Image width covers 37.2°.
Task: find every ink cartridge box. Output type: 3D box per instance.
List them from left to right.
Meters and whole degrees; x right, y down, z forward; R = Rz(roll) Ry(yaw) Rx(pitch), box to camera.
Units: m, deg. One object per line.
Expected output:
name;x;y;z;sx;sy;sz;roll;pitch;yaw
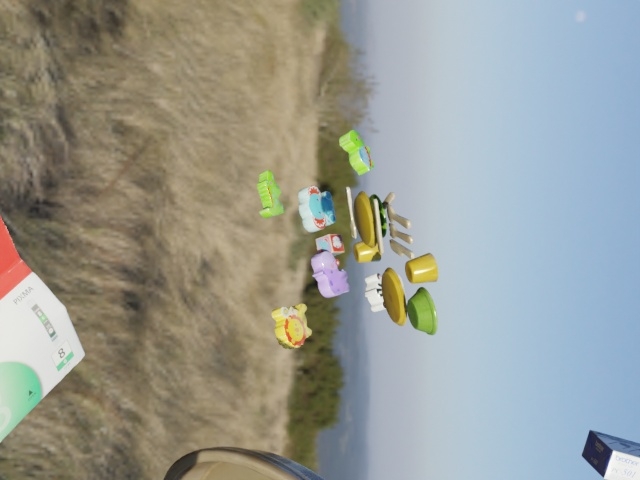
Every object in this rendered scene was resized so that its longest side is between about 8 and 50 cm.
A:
ink cartridge box;-0.371;0.106;1.067;0.181;0.056;0.224;-49;144;-38
ink cartridge box;0.495;0.334;1.377;0.097;0.207;0.046;-119;-134;-82

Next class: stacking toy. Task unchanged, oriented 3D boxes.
stacking toy;0.000;0.000;1.094;0.052;0.167;0.221;1;73;-48

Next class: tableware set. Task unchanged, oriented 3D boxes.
tableware set;0.059;0.014;0.760;0.154;0.024;0.104;-145;-135;-69

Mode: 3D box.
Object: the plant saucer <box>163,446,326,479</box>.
plant saucer;-0.025;0.287;0.817;0.041;0.278;0.277;-37;137;-44
